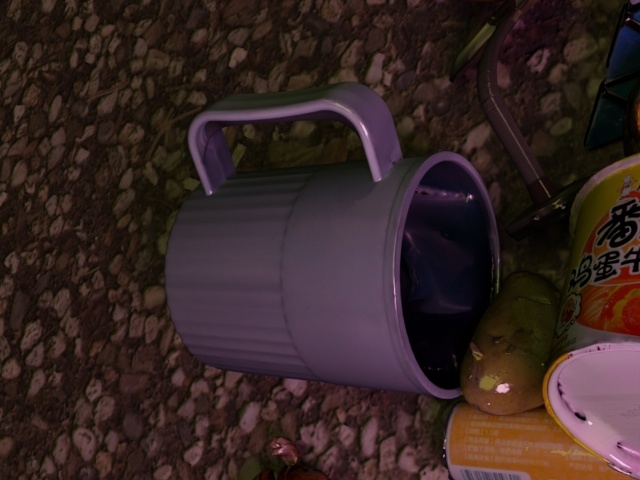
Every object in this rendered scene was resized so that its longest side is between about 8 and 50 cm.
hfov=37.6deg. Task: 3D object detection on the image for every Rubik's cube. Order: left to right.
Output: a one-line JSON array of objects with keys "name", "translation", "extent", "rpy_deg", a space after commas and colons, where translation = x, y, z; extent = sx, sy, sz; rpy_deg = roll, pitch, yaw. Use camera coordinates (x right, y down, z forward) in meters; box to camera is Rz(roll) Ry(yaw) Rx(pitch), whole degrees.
[{"name": "Rubik's cube", "translation": [0.414, -0.282, 1.023], "extent": [0.249, 0.284, 0.234], "rpy_deg": [-2, 51, 5]}]

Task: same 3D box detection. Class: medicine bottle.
[{"name": "medicine bottle", "translation": [0.330, 0.211, 0.912], "extent": [0.425, 0.108, 0.108], "rpy_deg": [-1, 76, 31]}]

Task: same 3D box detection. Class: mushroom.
[{"name": "mushroom", "translation": [-0.036, 0.319, 1.119], "extent": [0.135, 0.080, 0.171], "rpy_deg": [-18, 71, 15]}]

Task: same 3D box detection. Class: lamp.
[{"name": "lamp", "translation": [0.212, -0.136, 1.067], "extent": [0.124, 0.203, 0.283], "rpy_deg": [-12, 78, -19]}]

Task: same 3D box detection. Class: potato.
[{"name": "potato", "translation": [0.211, 0.109, 1.000], "extent": [0.105, 0.085, 0.188], "rpy_deg": [16, 49, 9]}]

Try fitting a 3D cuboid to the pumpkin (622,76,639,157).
[{"name": "pumpkin", "translation": [0.449, -0.116, 0.876], "extent": [0.317, 0.139, 0.222], "rpy_deg": [5, 84, 17]}]

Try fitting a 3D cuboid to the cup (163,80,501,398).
[{"name": "cup", "translation": [-0.004, 0.019, 1.041], "extent": [0.311, 0.331, 0.257], "rpy_deg": [-1, 57, 33]}]

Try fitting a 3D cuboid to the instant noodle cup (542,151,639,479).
[{"name": "instant noodle cup", "translation": [0.317, 0.076, 0.805], "extent": [0.264, 0.264, 0.200], "rpy_deg": [6, 48, 32]}]
